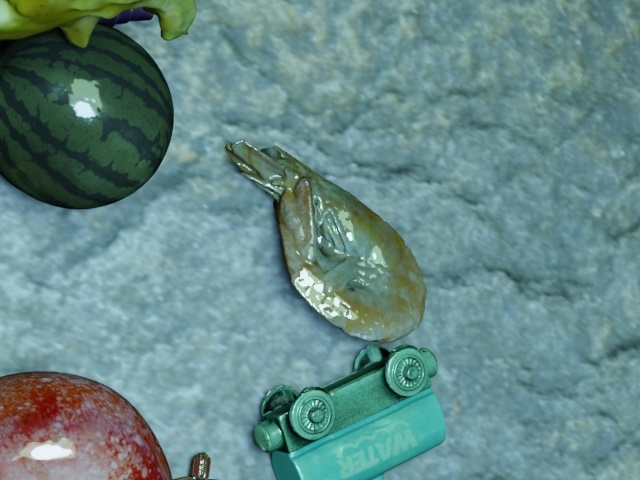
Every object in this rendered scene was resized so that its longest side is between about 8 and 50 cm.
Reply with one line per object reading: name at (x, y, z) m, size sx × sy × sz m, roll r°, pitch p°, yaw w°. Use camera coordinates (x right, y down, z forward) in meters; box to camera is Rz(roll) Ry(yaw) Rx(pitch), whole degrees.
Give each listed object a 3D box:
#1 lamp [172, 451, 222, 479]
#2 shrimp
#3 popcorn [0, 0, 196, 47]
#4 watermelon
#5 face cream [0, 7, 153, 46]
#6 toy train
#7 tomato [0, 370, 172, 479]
lamp at (-0.143, 0.282, 1.549) m, size 0.083 × 0.031 × 0.063 m, roll -40°, pitch 95°, yaw -25°
shrimp at (0.000, 0.000, 1.649) m, size 0.317 × 0.077 × 0.168 m, roll 39°, pitch 46°, yaw -11°
popcorn at (-0.252, -0.336, 1.351) m, size 0.335 × 0.279 × 0.274 m, roll -13°, pitch 80°, yaw -7°
watermelon at (-0.261, -0.136, 1.495) m, size 0.212 × 0.212 × 0.212 m, roll 7°, pitch 75°, yaw -25°
face cream at (-0.319, -0.259, 1.568) m, size 0.273 × 0.078 × 0.078 m, roll -7°, pitch 80°, yaw -27°
toy train at (0.042, 0.216, 1.623) m, size 0.248 × 0.101 × 0.159 m, roll -23°, pitch 101°, yaw -27°
tomato at (-0.278, 0.258, 1.377) m, size 0.270 × 0.227 × 0.270 m, roll -4°, pitch 102°, yaw -20°
